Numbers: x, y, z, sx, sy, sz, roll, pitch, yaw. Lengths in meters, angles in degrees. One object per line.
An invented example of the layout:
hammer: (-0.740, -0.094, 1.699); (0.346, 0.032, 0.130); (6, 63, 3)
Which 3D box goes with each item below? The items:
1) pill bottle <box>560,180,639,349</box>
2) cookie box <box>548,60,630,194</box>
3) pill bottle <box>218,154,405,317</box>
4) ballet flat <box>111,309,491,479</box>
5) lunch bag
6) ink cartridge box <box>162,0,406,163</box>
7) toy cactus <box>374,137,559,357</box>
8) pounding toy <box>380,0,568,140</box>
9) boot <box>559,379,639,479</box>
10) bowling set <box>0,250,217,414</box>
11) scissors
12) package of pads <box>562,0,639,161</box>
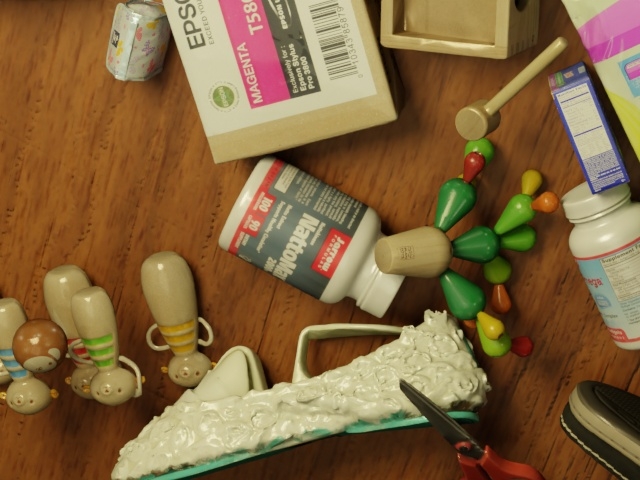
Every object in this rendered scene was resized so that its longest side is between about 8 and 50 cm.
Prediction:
pill bottle: (0.296, 0.019, 1.416); (0.087, 0.087, 0.160); (-24, 102, 17)
cookie box: (0.253, -0.108, 1.380); (0.040, 0.092, 0.107); (-21, 102, 13)
pill bottle: (0.000, 0.000, 1.454); (0.180, 0.108, 0.108); (27, 111, 1)
ballet flat: (-0.026, 0.163, 1.519); (0.408, 0.147, 0.147); (-14, 105, 11)
lunch bag: (-0.180, -0.198, 1.434); (0.053, 0.083, 0.071); (17, 111, 4)
ink cartridge box: (-0.041, -0.210, 1.403); (0.193, 0.088, 0.235); (-14, 106, 13)
toy cactus: (0.142, 0.012, 1.410); (0.180, 0.112, 0.219); (-6, 100, -29)
pounding toy: (0.156, -0.202, 1.350); (0.181, 0.094, 0.206); (10, 111, 26)
boot: (0.337, 0.345, 1.496); (0.377, 0.138, 0.284); (36, 111, -8)
bowling set: (-0.269, 0.124, 1.504); (0.287, 0.200, 0.154); (-6, 110, 16)
scissors: (0.159, 0.207, 1.454); (0.109, 0.021, 0.297); (-6, 141, 15)
package of pads: (0.384, -0.155, 1.336); (0.229, 0.101, 0.297); (-24, 103, 18)
